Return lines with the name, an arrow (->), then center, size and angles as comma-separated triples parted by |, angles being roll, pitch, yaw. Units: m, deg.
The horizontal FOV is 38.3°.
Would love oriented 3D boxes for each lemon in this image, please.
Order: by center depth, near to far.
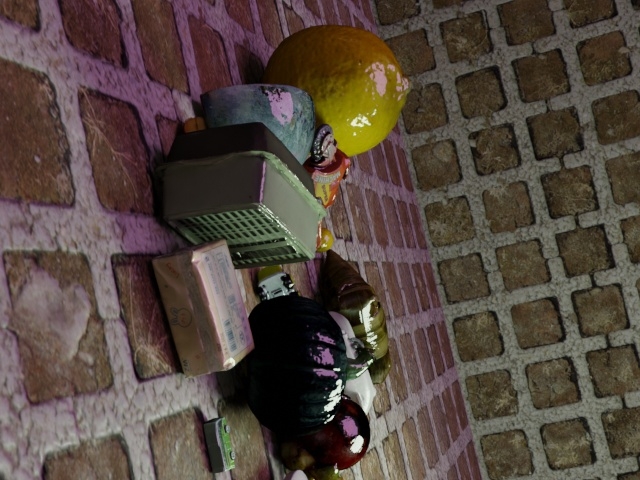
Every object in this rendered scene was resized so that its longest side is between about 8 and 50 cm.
lemon -> 0.028, -0.343, 2.134 | 0.336, 0.336, 0.336 | -14, 90, -74
lemon -> 0.000, 0.000, 2.238 | 0.083, 0.062, 0.062 | -71, 144, -63

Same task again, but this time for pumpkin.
pumpkin -> -0.018, 0.218, 1.610 | 0.248, 0.248, 0.248 | -14, 90, -74

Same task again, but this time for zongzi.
zongzi -> 0.074, 0.187, 2.278 | 0.288, 0.134, 0.286 | -121, -162, -57

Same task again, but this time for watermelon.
watermelon -> -0.094, -0.192, 1.847 | 0.322, 0.188, 0.175 | 23, 53, -69

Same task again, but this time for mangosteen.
mangosteen -> 0.002, 0.382, 1.751 | 0.200, 0.200, 0.199 | -14, 90, -74

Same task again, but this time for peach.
peach -> -0.222, -0.182, 1.646 | 0.077, 0.050, 0.083 | -176, -99, -82

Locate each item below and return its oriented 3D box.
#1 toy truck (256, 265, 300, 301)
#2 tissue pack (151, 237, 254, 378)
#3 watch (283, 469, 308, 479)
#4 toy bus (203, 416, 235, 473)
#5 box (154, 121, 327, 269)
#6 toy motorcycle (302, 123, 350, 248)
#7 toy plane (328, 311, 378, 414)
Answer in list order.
toy truck -> -0.085, 0.103, 1.855 | 0.077, 0.076, 0.111 | -117, -177, -58
tissue pack -> -0.183, 0.103, 1.461 | 0.148, 0.092, 0.196 | -28, 104, -73
watch -> 0.040, 0.523, 1.620 | 0.211, 0.218, 0.248 | -83, 155, -43
toy bus -> -0.161, 0.324, 1.458 | 0.037, 0.031, 0.083 | -1, 77, -64
box -> -0.128, -0.070, 1.569 | 0.290, 0.221, 0.166 | 46, 42, -60
toy motorcycle -> -0.014, -0.107, 2.025 | 0.171, 0.089, 0.298 | 3, 107, -70
toy plane -> 0.048, 0.281, 2.048 | 0.252, 0.118, 0.252 | 164, -90, -84
